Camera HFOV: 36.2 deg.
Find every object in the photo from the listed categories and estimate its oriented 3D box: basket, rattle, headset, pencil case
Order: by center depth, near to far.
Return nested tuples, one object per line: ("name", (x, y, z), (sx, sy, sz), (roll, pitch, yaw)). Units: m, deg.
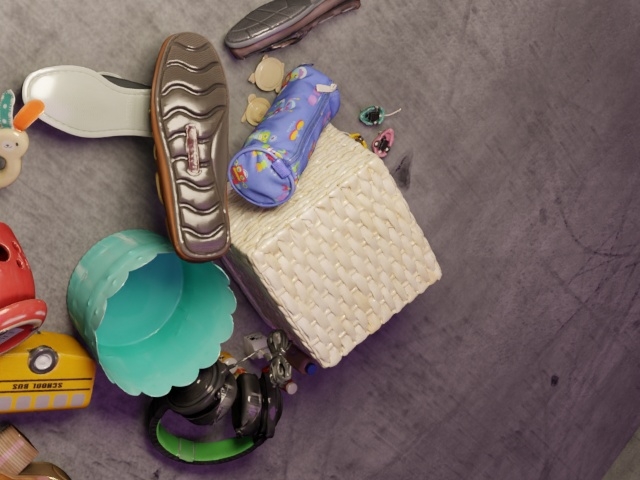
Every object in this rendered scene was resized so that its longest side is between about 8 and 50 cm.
("rattle", (-0.510, -0.124, 1.499), (0.199, 0.143, 0.130), (-28, 111, 25))
("pencil case", (-0.054, -0.192, 1.741), (0.119, 0.133, 0.306), (47, 41, -19))
("basket", (0.000, 0.000, 1.861), (0.328, 0.266, 0.331), (-38, 121, -12))
("headset", (-0.173, 0.320, 1.882), (0.243, 0.185, 0.394), (21, 123, -27))

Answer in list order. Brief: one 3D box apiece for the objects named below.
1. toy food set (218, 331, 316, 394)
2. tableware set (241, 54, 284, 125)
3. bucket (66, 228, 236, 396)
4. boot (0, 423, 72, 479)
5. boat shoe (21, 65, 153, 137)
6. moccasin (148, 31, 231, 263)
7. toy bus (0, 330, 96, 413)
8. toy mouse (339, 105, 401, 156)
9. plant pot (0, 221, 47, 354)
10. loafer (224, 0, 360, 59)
("toy food set", (-0.094, 0.256, 2.025), (0.232, 0.104, 0.111), (-15, 117, -31))
("tableware set", (-0.076, -0.273, 1.871), (0.168, 0.020, 0.141), (10, 105, -39))
("bucket", (-0.309, 0.120, 1.761), (0.281, 0.183, 0.281), (-15, 118, -30))
("boot", (-0.561, 0.496, 1.782), (0.220, 0.109, 0.283), (-44, 126, -15))
("boat shoe", (-0.363, -0.225, 1.634), (0.302, 0.091, 0.114), (11, 95, -39))
("moccasin", (-0.213, -0.153, 1.626), (0.139, 0.147, 0.380), (-10, 92, -20))
("toy bus", (-0.559, 0.222, 1.672), (0.332, 0.108, 0.130), (3, 109, -37))
("toy mouse", (0.110, -0.227, 2.017), (0.143, 0.031, 0.161), (-48, 129, -10))
("plant pot", (-0.538, 0.090, 1.541), (0.191, 0.191, 0.174), (-29, 80, -24))
("loafer", (-0.037, -0.402, 1.793), (0.302, 0.109, 0.095), (-38, 131, -21))
